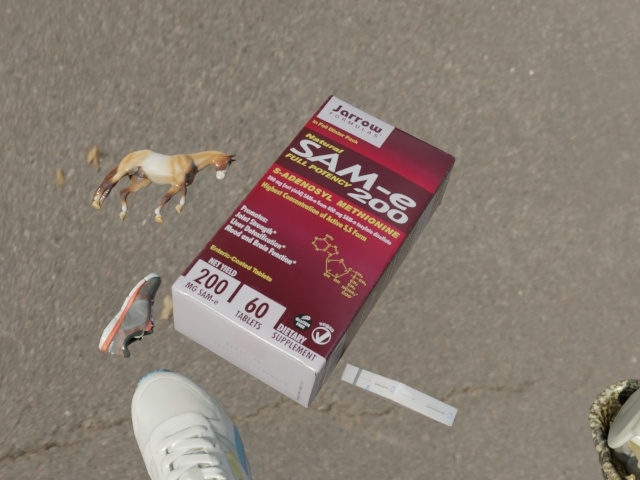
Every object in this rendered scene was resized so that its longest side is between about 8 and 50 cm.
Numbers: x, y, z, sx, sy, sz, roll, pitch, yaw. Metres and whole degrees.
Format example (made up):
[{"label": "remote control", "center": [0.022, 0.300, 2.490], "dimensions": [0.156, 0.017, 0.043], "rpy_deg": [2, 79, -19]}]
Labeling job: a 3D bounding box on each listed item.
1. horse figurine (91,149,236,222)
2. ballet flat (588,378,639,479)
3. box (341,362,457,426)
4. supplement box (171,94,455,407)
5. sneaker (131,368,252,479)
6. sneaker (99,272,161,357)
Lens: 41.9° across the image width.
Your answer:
[{"label": "horse figurine", "center": [-0.304, -0.110, 1.525], "dimensions": [0.066, 0.263, 0.174], "rpy_deg": [67, 33, -46]}, {"label": "ballet flat", "center": [0.268, 0.176, 0.502], "dimensions": [0.164, 0.483, 0.182], "rpy_deg": [-41, 91, 1]}, {"label": "box", "center": [0.145, 0.287, 1.564], "dimensions": [0.145, 0.186, 0.038], "rpy_deg": [29, 78, -28]}, {"label": "supplement box", "center": [0.000, 0.000, 0.686], "dimensions": [0.130, 0.073, 0.239], "rpy_deg": [28, 57, 11]}, {"label": "sneaker", "center": [-0.094, 0.208, 0.700], "dimensions": [0.087, 0.092, 0.229], "rpy_deg": [-26, 72, -11]}, {"label": "sneaker", "center": [-0.291, 0.125, 1.349], "dimensions": [0.064, 0.061, 0.158], "rpy_deg": [29, 60, 1]}]
